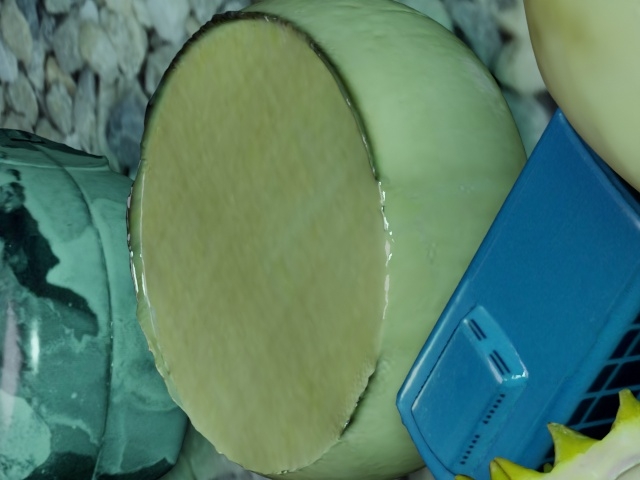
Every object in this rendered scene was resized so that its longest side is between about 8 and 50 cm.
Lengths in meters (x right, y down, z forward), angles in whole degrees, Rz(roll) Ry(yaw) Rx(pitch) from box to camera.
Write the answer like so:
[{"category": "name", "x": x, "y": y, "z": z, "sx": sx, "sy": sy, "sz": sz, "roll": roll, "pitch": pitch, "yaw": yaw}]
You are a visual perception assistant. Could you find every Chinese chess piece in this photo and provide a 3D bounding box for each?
[{"category": "Chinese chess piece", "x": 0.000, "y": 0.000, "z": 0.895, "sx": 0.249, "sy": 0.103, "sz": 0.250, "roll": 7, "pitch": 99, "yaw": 56}]

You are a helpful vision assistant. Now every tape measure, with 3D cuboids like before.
[{"category": "tape measure", "x": -0.184, "y": 0.067, "z": 1.146, "sx": 0.256, "sy": 0.147, "sz": 0.275, "roll": -61, "pitch": 41, "yaw": 36}]

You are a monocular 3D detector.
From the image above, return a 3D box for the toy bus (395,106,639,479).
[{"category": "toy bus", "x": 0.108, "y": 0.036, "z": 0.728, "sx": 0.090, "sy": 0.106, "sz": 0.185, "roll": 56, "pitch": 136, "yaw": 35}]

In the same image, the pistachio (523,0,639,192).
[{"category": "pistachio", "x": 0.191, "y": -0.059, "z": 0.485, "sx": 0.321, "sy": 0.229, "sz": 0.238, "roll": 54, "pitch": 164, "yaw": 13}]

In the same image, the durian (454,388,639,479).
[{"category": "durian", "x": 0.118, "y": 0.158, "z": 0.660, "sx": 0.196, "sy": 0.305, "sz": 0.186, "roll": 78, "pitch": -151, "yaw": -58}]
